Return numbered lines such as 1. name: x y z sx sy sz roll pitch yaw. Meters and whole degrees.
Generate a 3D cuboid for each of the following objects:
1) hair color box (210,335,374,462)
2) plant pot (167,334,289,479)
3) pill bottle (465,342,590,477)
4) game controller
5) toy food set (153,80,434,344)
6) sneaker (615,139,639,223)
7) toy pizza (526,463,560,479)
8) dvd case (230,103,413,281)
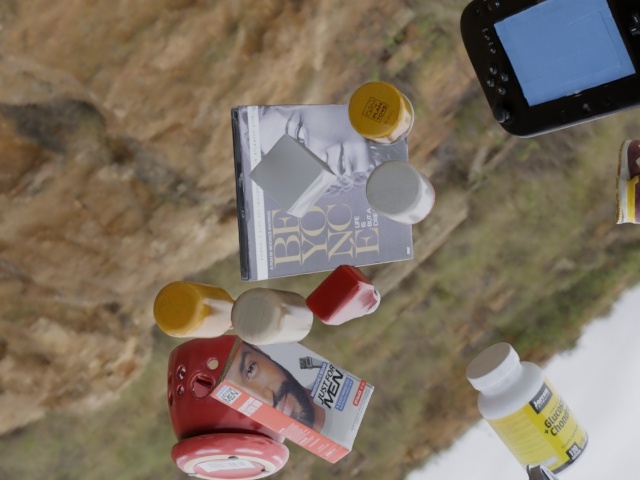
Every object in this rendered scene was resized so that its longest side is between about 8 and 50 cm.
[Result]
1. hair color box: -0.031 0.173 1.355 0.053 0.167 0.093 -50 -166 53
2. plant pot: -0.129 0.249 1.706 0.191 0.174 0.191 -1 155 0
3. pill bottle: 0.281 0.233 1.614 0.103 0.184 0.103 -35 -165 11
4. game controller: 0.257 -0.204 1.215 0.067 0.166 0.319 -37 -169 -25
5. toy food set: 0.000 0.000 0.840 0.232 0.111 0.104 -49 165 7
6. sneaker: 0.400 -0.068 1.418 0.083 0.070 0.185 3 -151 16
7. toy pizza: 0.198 0.241 0.806 0.032 0.201 0.201 -39 177 7
8. dvd case: 0.008 -0.053 1.167 0.221 0.165 0.018 -7 -175 -41
